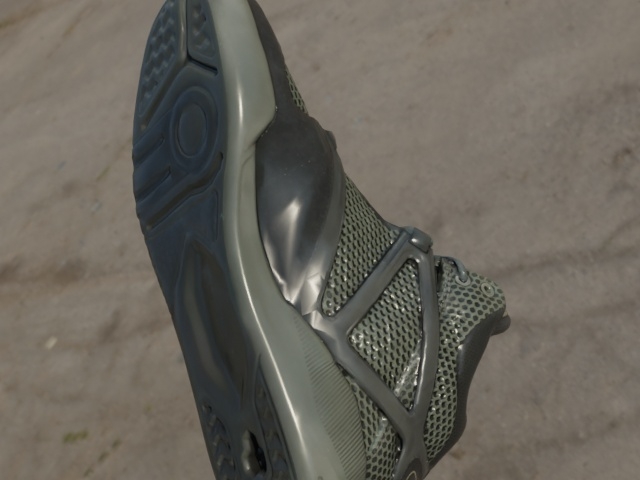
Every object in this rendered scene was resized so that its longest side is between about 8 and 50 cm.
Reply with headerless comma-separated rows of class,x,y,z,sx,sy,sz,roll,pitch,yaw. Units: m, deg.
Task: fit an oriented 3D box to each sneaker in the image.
sneaker,0.000,0.000,0.431,0.087,0.130,0.228,-29,75,47
